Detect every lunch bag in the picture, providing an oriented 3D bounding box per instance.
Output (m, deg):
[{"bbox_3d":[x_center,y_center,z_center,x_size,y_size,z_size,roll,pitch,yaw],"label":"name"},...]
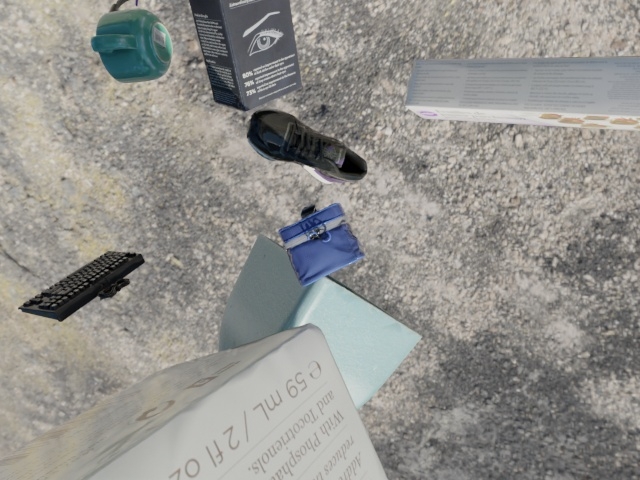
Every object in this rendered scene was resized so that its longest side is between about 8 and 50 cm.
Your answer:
[{"bbox_3d":[0.000,0.000,0.462,0.067,0.098,0.065,-26,86,3],"label":"lunch bag"}]

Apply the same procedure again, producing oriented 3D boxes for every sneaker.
[{"bbox_3d":[-0.013,-0.195,1.004,0.283,0.107,0.124,17,177,-43],"label":"sneaker"}]

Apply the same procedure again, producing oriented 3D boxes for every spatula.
[{"bbox_3d":[-0.406,-0.485,1.006,0.030,0.296,0.084,15,143,-13],"label":"spatula"}]

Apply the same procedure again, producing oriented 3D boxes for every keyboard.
[{"bbox_3d":[-0.340,0.061,0.732,0.108,0.180,0.023,8,118,17],"label":"keyboard"}]

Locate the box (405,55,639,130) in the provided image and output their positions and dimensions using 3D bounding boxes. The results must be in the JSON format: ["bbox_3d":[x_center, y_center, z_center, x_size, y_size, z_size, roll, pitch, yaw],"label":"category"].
[{"bbox_3d":[0.258,-0.170,0.564,0.324,0.063,0.067,13,95,36],"label":"box"}]

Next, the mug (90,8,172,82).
[{"bbox_3d":[-0.345,-0.360,0.923,0.097,0.157,0.129,-2,140,12],"label":"mug"}]

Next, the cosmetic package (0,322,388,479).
[{"bbox_3d":[-0.125,0.344,0.459,0.327,0.329,0.393,-24,90,36],"label":"cosmetic package"}]

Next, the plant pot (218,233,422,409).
[{"bbox_3d":[-0.035,0.177,0.845,0.247,0.252,0.248,33,178,-33],"label":"plant pot"}]

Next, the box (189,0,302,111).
[{"bbox_3d":[-0.136,-0.372,0.925,0.108,0.153,0.207,26,137,40],"label":"box"}]
